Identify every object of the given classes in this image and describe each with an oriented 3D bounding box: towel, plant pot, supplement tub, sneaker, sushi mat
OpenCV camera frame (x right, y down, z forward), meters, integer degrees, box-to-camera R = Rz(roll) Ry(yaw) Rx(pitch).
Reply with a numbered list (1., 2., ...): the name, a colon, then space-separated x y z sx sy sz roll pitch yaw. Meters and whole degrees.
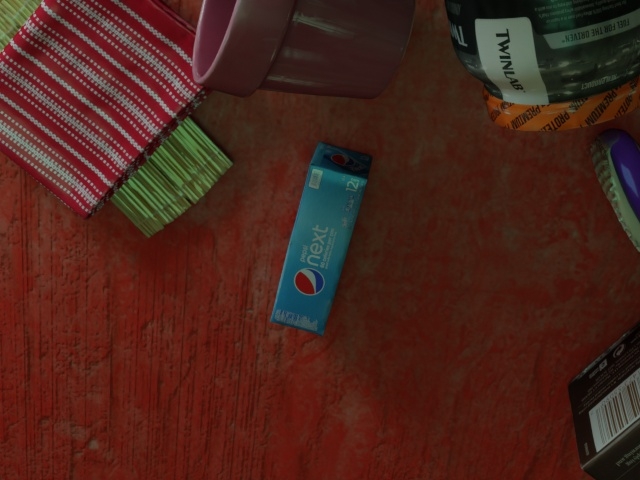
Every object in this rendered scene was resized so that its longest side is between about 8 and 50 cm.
1. towel: -0.253 -0.168 1.176 0.199 0.031 0.275 41 114 -13
2. plant pot: -0.013 -0.226 1.058 0.180 0.201 0.201 15 118 -17
3. supplement tub: 0.207 -0.286 0.982 0.207 0.207 0.338 -9 114 12
4. sneaker: 0.410 -0.027 1.153 0.146 0.102 0.293 -33 113 16
5. sushi mat: -0.254 -0.153 1.211 0.151 0.019 0.316 -37 107 21

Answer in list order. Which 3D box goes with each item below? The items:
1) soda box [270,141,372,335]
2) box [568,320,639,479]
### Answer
1. soda box: 0.000 0.000 1.226 0.067 0.071 0.210 16 117 0
2. box: 0.419 0.219 1.228 0.203 0.167 0.168 37 114 -12
